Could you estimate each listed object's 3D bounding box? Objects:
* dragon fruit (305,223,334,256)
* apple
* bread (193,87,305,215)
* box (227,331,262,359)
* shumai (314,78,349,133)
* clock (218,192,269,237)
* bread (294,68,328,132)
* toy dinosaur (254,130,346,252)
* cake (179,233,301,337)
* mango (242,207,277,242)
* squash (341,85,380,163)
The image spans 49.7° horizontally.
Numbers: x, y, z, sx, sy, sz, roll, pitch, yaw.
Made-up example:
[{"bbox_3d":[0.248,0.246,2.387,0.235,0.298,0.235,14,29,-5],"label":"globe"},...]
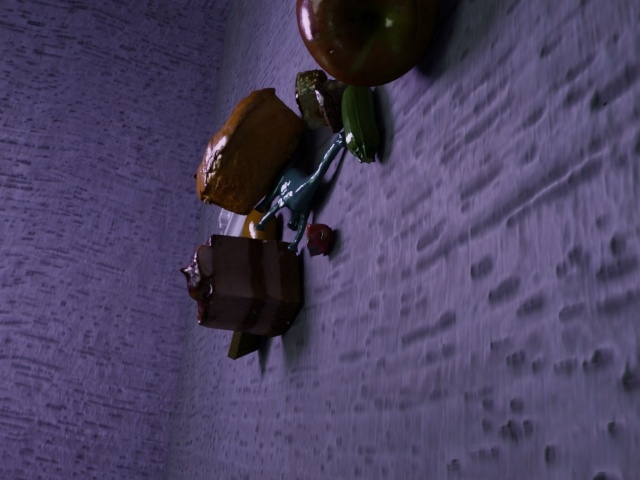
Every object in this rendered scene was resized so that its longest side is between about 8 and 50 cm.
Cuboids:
[{"bbox_3d":[0.000,0.000,1.507,0.083,0.060,0.056,79,-178,-58],"label":"dragon fruit"},{"bbox_3d":[0.077,-0.394,1.193,0.226,0.246,0.246,-98,24,-66],"label":"apple"},{"bbox_3d":[-0.186,-0.233,1.864,0.337,0.204,0.358,-49,8,32],"label":"bread"},{"bbox_3d":[-0.190,0.222,1.892,0.121,0.030,0.193,-12,-61,-62],"label":"box"},{"bbox_3d":[0.040,-0.303,1.524,0.105,0.139,0.123,-13,95,38],"label":"shumai"},{"bbox_3d":[-0.252,-0.109,2.272,0.262,0.116,0.231,-112,37,-58],"label":"clock"},{"bbox_3d":[-0.012,-0.341,1.643,0.140,0.069,0.128,66,-162,-44],"label":"bread"},{"bbox_3d":[-0.040,-0.168,1.708,0.331,0.129,0.383,-62,21,17],"label":"toy dinosaur"},{"bbox_3d":[-0.207,0.113,1.695,0.199,0.292,0.196,124,147,-51],"label":"cake"},{"bbox_3d":[-0.170,0.010,1.981,0.136,0.099,0.228,-43,48,52],"label":"mango"},{"bbox_3d":[0.079,-0.239,1.375,0.068,0.077,0.219,-21,50,21],"label":"squash"}]
